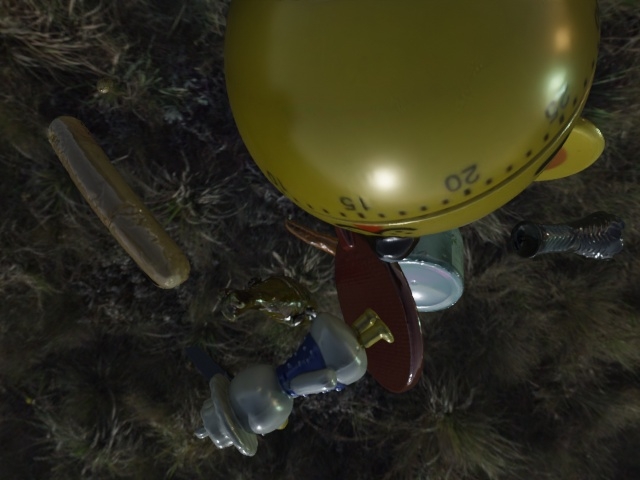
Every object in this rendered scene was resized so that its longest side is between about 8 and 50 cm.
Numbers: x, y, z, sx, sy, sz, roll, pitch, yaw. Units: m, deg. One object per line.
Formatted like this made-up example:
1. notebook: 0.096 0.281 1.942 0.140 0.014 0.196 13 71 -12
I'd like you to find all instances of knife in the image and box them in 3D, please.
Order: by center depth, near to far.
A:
1. knife: -0.283 0.356 1.224 0.231 0.028 0.060 35 89 17

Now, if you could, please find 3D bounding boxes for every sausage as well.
1. sausage: -0.285 -0.053 0.638 0.066 0.066 0.301 -46 76 14
2. sausage: -0.393 -0.283 0.830 0.024 0.132 0.024 -7 112 -19

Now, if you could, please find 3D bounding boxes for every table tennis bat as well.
1. table tennis bat: 0.081 0.074 0.834 0.051 0.268 0.413 -14 86 -21

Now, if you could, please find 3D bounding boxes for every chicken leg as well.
1. chicken leg: -0.148 0.158 1.288 0.361 0.212 0.140 23 91 -44

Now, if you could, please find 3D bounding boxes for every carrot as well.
1. carrot: 0.000 0.000 1.061 0.191 0.047 0.047 23 106 -14

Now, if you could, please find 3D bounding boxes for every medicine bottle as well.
1. medicine bottle: 0.259 0.010 1.228 0.245 0.289 0.244 8 142 6

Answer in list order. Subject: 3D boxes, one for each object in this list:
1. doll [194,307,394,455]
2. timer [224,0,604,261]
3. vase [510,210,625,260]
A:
1. doll: -0.038 0.188 0.618 0.293 0.138 0.119 -30 104 -5
2. timer: 0.096 -0.149 0.482 0.377 0.387 0.375 -10 63 20
3. vase: 0.512 -0.006 0.956 0.238 0.115 0.115 -2 109 -24
